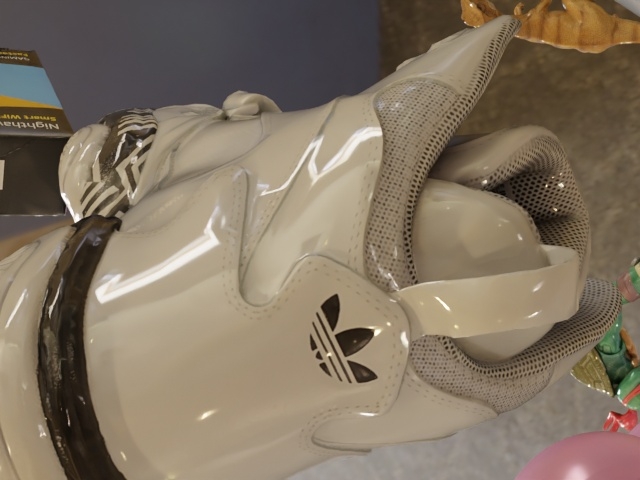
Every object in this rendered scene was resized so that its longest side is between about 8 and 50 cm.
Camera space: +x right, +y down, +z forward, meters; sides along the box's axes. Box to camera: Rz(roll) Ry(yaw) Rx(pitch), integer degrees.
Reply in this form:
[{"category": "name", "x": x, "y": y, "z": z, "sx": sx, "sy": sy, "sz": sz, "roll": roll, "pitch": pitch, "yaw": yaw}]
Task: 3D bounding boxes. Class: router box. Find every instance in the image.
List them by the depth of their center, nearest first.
[{"category": "router box", "x": -0.218, "y": -0.057, "z": 0.749, "sx": 0.133, "sy": 0.179, "sz": 0.046, "roll": -127, "pitch": 41, "yaw": -59}]

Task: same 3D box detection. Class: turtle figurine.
[{"category": "turtle figurine", "x": 0.262, "y": 0.076, "z": 1.393, "sx": 0.234, "sy": 0.118, "sz": 0.175, "roll": 54, "pitch": 161, "yaw": 33}]

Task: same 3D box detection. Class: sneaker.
[{"category": "sneaker", "x": 0.000, "y": 0.000, "z": 0.621, "sx": 0.210, "sy": 0.366, "sz": 0.137, "roll": -20, "pitch": 104, "yaw": 10}]

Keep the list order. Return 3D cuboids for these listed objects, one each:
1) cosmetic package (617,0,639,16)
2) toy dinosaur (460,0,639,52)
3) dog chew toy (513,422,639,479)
[{"category": "cosmetic package", "x": 0.163, "y": -0.178, "z": 0.801, "sx": 0.377, "sy": 0.284, "sz": 0.097, "roll": 40, "pitch": 104, "yaw": 27}, {"category": "toy dinosaur", "x": 0.213, "y": -0.163, "z": 1.190, "sx": 0.211, "sy": 0.112, "sz": 0.064, "roll": 5, "pitch": 120, "yaw": 11}, {"category": "dog chew toy", "x": 0.244, "y": 0.169, "z": 0.850, "sx": 0.206, "sy": 0.332, "sz": 0.206, "roll": -176, "pitch": 90, "yaw": -68}]
